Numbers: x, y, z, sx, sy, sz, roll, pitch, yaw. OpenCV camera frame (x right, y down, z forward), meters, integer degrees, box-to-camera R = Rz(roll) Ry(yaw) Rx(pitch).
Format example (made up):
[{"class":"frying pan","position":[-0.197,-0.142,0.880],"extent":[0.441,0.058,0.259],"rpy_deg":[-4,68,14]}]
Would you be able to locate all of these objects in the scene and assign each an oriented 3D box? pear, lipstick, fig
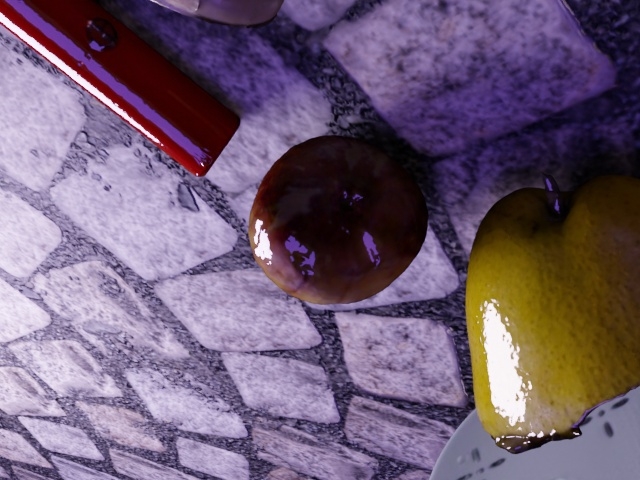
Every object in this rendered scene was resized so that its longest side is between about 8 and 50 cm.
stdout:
[{"class":"pear","position":[0.213,0.032,0.621],"extent":[0.267,0.267,0.178],"rpy_deg":[-38,81,47]},{"class":"lipstick","position":[-0.196,-0.166,0.644],"extent":[0.280,0.073,0.073],"rpy_deg":[38,138,-19]},{"class":"fig","position":[0.005,0.009,0.695],"extent":[0.160,0.143,0.230],"rpy_deg":[-5,143,-17]}]

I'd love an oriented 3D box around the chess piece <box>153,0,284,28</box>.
[{"class":"chess piece","position":[-0.031,-0.281,0.418],"extent":[0.138,0.124,0.307],"rpy_deg":[53,137,13]}]

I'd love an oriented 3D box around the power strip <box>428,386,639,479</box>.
[{"class":"power strip","position":[0.292,0.299,0.757],"extent":[0.357,0.357,0.161],"rpy_deg":[-20,126,39]}]
